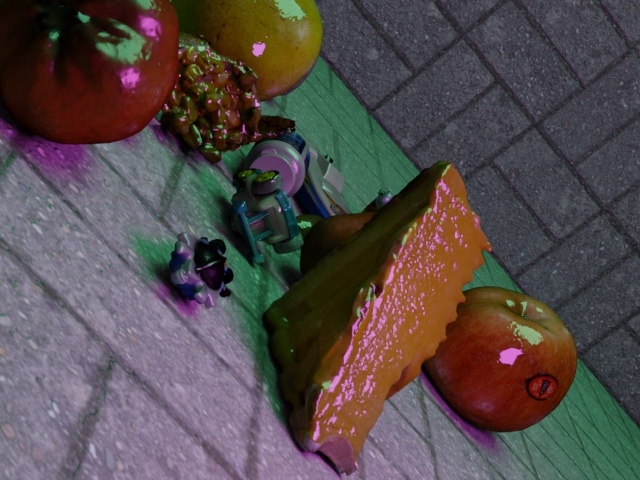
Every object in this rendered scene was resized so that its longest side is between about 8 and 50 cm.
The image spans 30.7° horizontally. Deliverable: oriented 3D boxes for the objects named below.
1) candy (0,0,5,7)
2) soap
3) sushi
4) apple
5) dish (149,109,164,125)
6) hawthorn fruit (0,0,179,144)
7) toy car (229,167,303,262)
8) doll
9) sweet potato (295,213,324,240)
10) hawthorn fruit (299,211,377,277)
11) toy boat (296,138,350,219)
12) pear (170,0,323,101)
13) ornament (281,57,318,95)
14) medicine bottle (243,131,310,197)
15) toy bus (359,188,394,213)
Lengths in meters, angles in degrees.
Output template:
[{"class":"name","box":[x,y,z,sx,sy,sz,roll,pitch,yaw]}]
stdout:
[{"class":"candy","box":[-0.375,-0.326,1.505,0.271,0.143,0.101,54,-26,8]},{"class":"soap","box":[0.103,0.094,1.491,0.169,0.338,0.304,42,14,-29]},{"class":"sushi","box":[-0.182,-0.225,1.836,0.179,0.167,0.296,32,-12,45]},{"class":"apple","box":[0.342,0.213,2.199,0.309,0.250,0.277,25,29,-58]},{"class":"dish","box":[-0.289,-0.231,1.619,0.191,0.066,0.191,62,4,-8]},{"class":"hawthorn fruit","box":[-0.264,-0.209,1.377,0.224,0.224,0.261,55,-2,16]},{"class":"toy car","box":[-0.107,-0.042,1.759,0.161,0.098,0.126,22,-46,54]},{"class":"doll","box":[-0.144,0.034,1.418,0.195,0.070,0.096,-24,92,-81]},{"class":"sweet potato","box":[0.001,-0.001,2.050,0.249,0.059,0.069,40,37,-53]},{"class":"hawthorn fruit","box":[0.093,0.039,1.835,0.199,0.251,0.200,160,-90,-79]},{"class":"toy boat","box":[0.011,-0.087,2.238,0.129,0.088,0.295,43,15,-34]},{"class":"pear","box":[-0.141,-0.383,2.122,0.294,0.294,0.294,48,13,-15]},{"class":"ornament","box":[-0.095,-0.422,2.623,0.177,0.177,0.177,48,13,-15]},{"class":"medicine bottle","box":[-0.076,-0.129,2.014,0.107,0.107,0.191,49,13,-9]},{"class":"toy bus","box":[0.131,-0.002,2.352,0.121,0.120,0.265,48,13,-13]}]
